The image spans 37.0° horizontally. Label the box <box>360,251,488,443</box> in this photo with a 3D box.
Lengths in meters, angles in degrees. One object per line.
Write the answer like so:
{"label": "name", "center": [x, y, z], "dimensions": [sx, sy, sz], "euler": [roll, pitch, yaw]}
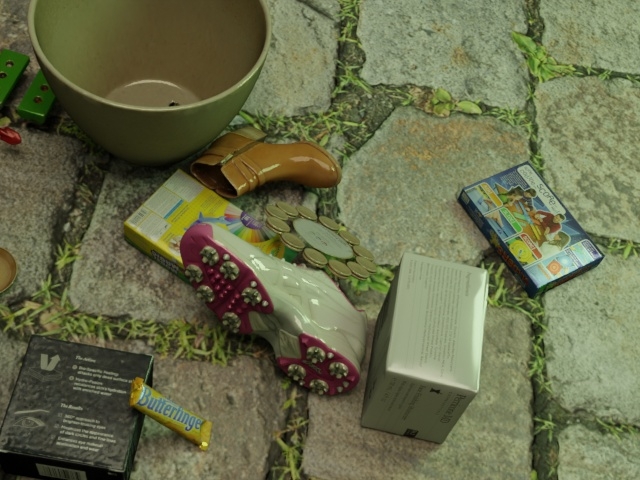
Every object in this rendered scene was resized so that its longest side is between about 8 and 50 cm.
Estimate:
{"label": "box", "center": [0.136, 0.144, 1.260], "dimensions": [0.119, 0.181, 0.181], "euler": [12, 56, -1]}

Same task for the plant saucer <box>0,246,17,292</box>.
{"label": "plant saucer", "center": [-0.461, 0.045, 1.320], "dimensions": [0.084, 0.015, 0.083], "euler": [4, 57, -6]}

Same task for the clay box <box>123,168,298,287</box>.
{"label": "clay box", "center": [-0.156, 0.006, 1.375], "dimensions": [0.222, 0.053, 0.127], "euler": [34, 60, 10]}

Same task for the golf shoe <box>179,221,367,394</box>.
{"label": "golf shoe", "center": [-0.056, 0.072, 1.287], "dimensions": [0.306, 0.115, 0.140], "euler": [44, 44, -15]}

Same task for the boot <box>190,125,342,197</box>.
{"label": "boot", "center": [-0.081, -0.100, 1.421], "dimensions": [0.197, 0.072, 0.152], "euler": [19, 33, 19]}

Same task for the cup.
{"label": "cup", "center": [-0.246, -0.243, 1.410], "dimensions": [0.331, 0.237, 0.331], "euler": [4, 57, -6]}

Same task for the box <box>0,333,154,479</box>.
{"label": "box", "center": [-0.300, 0.216, 1.191], "dimensions": [0.156, 0.093, 0.158], "euler": [11, 58, -2]}

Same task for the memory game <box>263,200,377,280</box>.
{"label": "memory game", "center": [0.000, 0.000, 1.369], "dimensions": [0.186, 0.012, 0.186], "euler": [26, 20, -11]}

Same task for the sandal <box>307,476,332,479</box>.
{"label": "sandal", "center": [-0.005, 0.330, 1.172], "dimensions": [0.240, 0.088, 0.079], "euler": [-25, 71, -18]}

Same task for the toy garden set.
{"label": "toy garden set", "center": [-0.534, -0.211, 1.455], "dimensions": [0.244, 0.049, 0.203], "euler": [16, 55, 0]}

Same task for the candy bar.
{"label": "candy bar", "center": [-0.187, 0.217, 1.192], "dimensions": [0.018, 0.161, 0.040], "euler": [-10, 55, 29]}

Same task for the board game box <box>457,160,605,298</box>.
{"label": "board game box", "center": [0.326, -0.021, 1.486], "dimensions": [0.136, 0.035, 0.201], "euler": [-22, 64, -22]}
